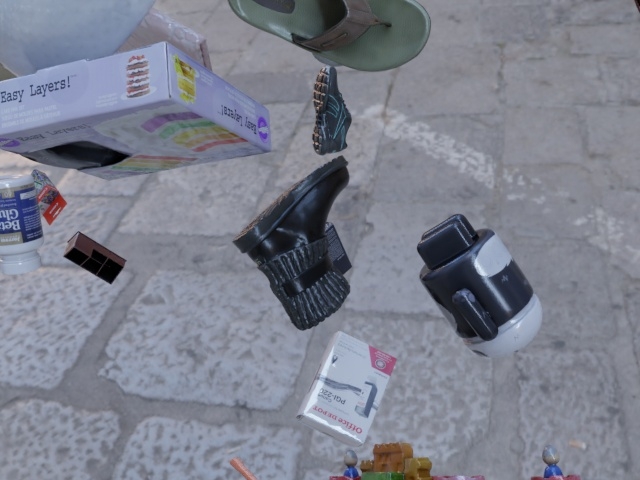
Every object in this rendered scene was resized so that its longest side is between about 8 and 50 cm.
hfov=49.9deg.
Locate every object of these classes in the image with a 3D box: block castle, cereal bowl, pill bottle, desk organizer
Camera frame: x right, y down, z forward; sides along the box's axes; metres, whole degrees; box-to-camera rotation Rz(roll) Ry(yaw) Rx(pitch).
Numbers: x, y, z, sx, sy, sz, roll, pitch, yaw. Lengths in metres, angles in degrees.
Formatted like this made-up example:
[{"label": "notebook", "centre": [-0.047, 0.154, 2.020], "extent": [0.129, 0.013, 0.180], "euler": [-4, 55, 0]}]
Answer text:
[{"label": "block castle", "centre": [0.230, 0.495, 1.300], "extent": [0.303, 0.453, 0.212], "euler": [9, 69, -25]}, {"label": "cereal bowl", "centre": [-0.304, -0.354, 0.801], "extent": [0.339, 0.141, 0.338], "euler": [-18, 59, 34]}, {"label": "pill bottle", "centre": [-0.549, -0.029, 1.229], "extent": [0.094, 0.169, 0.094], "euler": [-4, 15, 1]}, {"label": "desk organizer", "centre": [-0.505, 0.041, 1.541], "extent": [0.047, 0.130, 0.050], "euler": [-36, 34, 25]}]

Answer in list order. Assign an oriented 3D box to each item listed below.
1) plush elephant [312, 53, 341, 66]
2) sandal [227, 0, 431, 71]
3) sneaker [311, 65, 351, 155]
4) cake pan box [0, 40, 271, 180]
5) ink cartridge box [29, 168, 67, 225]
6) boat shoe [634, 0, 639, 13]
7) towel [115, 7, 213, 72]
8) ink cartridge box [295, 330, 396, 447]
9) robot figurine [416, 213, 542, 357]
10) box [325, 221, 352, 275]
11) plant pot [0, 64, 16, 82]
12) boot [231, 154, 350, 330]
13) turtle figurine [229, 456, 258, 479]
[{"label": "plush elephant", "centre": [0.020, -0.476, 1.241], "extent": [0.255, 0.271, 0.330], "euler": [-31, 33, 2]}, {"label": "sandal", "centre": [0.008, -0.319, 0.991], "extent": [0.303, 0.120, 0.086], "euler": [13, 17, -2]}, {"label": "sneaker", "centre": [0.035, -0.390, 2.062], "extent": [0.106, 0.267, 0.101], "euler": [-5, 22, -21]}, {"label": "cake pan box", "centre": [-0.226, -0.139, 0.812], "extent": [0.267, 0.246, 0.070], "euler": [-7, 80, 18]}, {"label": "ink cartridge box", "centre": [-0.563, -0.088, 1.391], "extent": [0.063, 0.029, 0.115], "euler": [-50, 57, 5]}, {"label": "boat shoe", "centre": [0.392, -0.344, 0.823], "extent": [0.073, 0.073, 0.207], "euler": [-18, 77, -4]}, {"label": "towel", "centre": [-0.384, -0.435, 1.576], "extent": [0.332, 0.317, 0.053], "euler": [28, 72, 9]}, {"label": "ink cartridge box", "centre": [0.060, 0.343, 1.585], "extent": [0.159, 0.092, 0.217], "euler": [26, 68, -1]}, {"label": "robot figurine", "centre": [0.297, 0.091, 1.309], "extent": [0.209, 0.278, 0.173], "euler": [-38, 7, -28]}, {"label": "box", "centre": [-0.017, 0.022, 1.881], "extent": [0.093, 0.158, 0.156], "euler": [-42, 36, -23]}, {"label": "plant pot", "centre": [-0.621, -0.341, 1.266], "extent": [0.274, 0.256, 0.256], "euler": [9, 27, -33]}, {"label": "boot", "centre": [-0.002, 0.001, 1.514], "extent": [0.348, 0.260, 0.131], "euler": [-44, 11, -24]}, {"label": "turtle figurine", "centre": [-0.068, 0.396, 0.777], "extent": [0.217, 0.269, 0.087], "euler": [-41, 1, -9]}]
